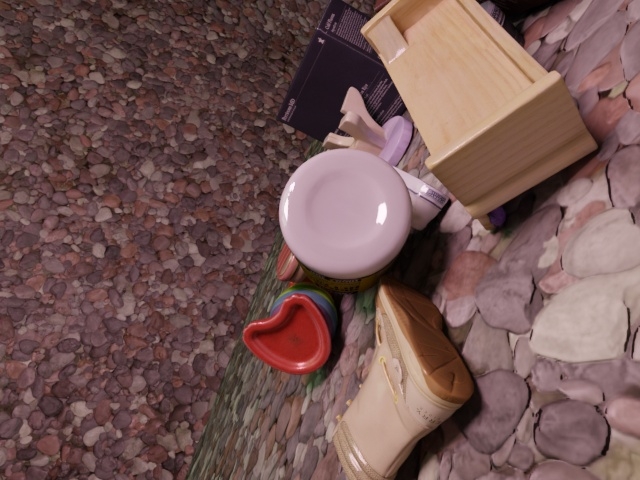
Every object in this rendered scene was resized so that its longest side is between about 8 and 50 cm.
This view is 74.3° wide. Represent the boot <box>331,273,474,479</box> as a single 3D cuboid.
[{"bbox_3d":[0.089,0.180,0.575,0.262,0.095,0.203,-101,35,-65],"label":"boot"}]

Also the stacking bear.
[{"bbox_3d":[-0.037,0.161,0.981,0.175,0.164,0.289,-36,10,17],"label":"stacking bear"}]

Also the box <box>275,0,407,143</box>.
[{"bbox_3d":[0.083,-0.449,1.235,0.343,0.313,0.179,-47,23,54],"label":"box"}]

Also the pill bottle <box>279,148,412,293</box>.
[{"bbox_3d":[0.044,-0.006,0.729,0.334,0.188,0.187,73,-143,-76],"label":"pill bottle"}]

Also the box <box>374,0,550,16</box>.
[{"bbox_3d":[0.253,-0.469,0.708,0.381,0.191,0.143,-130,52,-68],"label":"box"}]

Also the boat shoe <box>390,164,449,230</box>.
[{"bbox_3d":[0.148,-0.086,0.800,0.084,0.095,0.258,-59,12,11],"label":"boat shoe"}]

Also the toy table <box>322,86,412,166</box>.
[{"bbox_3d":[0.109,-0.264,1.122,0.274,0.161,0.252,142,146,-68],"label":"toy table"}]

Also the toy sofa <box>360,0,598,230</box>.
[{"bbox_3d":[0.195,-0.202,0.571,0.150,0.177,0.362,-35,44,25],"label":"toy sofa"}]

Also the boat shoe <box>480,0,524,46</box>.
[{"bbox_3d":[0.259,-0.352,0.813,0.113,0.105,0.306,-63,19,-5],"label":"boat shoe"}]

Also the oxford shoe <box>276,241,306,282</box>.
[{"bbox_3d":[0.000,0.000,1.043,0.140,0.147,0.397,-57,5,27],"label":"oxford shoe"}]
